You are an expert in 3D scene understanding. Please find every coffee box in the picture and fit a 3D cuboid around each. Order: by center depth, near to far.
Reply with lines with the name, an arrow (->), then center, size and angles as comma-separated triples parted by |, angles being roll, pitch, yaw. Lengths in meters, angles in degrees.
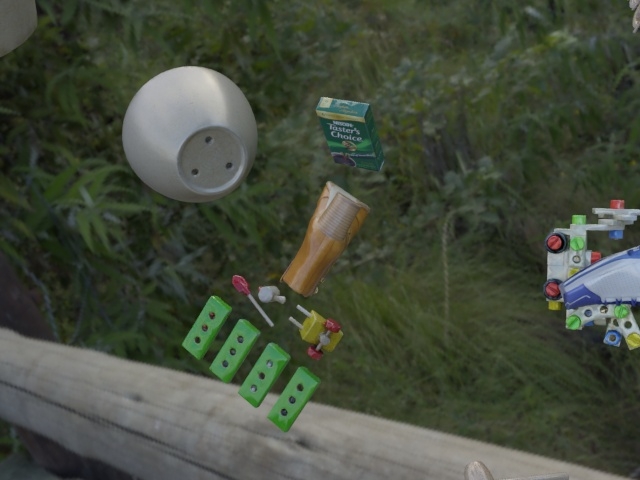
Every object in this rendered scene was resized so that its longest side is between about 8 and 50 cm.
coffee box -> 0.064, -0.222, 1.949 | 0.113, 0.184, 0.040 | 13, 62, 22

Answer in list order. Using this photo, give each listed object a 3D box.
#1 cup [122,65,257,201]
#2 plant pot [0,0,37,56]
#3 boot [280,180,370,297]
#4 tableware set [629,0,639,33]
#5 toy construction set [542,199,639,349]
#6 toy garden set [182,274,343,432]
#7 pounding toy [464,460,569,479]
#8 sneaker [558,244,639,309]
cup -> -0.282, -0.224, 2.188 | 0.331, 0.331, 0.237 | -29, 29, -9
plant pot -> -0.474, -0.366, 1.157 | 0.256, 0.274, 0.257 | -14, 40, 12
boot -> 0.001, 0.001, 1.802 | 0.211, 0.104, 0.295 | -57, 1, 7
tableware set -> 0.573, -0.441, 1.599 | 0.169, 0.020, 0.141 | -80, 11, -46
toy construction set -> 0.597, 0.066, 2.005 | 0.214, 0.328, 0.151 | 3, -10, 21
toy garden set -> -0.090, 0.169, 1.583 | 0.204, 0.244, 0.049 | -58, -19, 14
pounding toy -> 0.280, 0.404, 1.221 | 0.154, 0.269, 0.154 | -28, 43, 24
sneaker -> 0.648, 0.099, 1.838 | 0.315, 0.182, 0.127 | -24, -7, 10
